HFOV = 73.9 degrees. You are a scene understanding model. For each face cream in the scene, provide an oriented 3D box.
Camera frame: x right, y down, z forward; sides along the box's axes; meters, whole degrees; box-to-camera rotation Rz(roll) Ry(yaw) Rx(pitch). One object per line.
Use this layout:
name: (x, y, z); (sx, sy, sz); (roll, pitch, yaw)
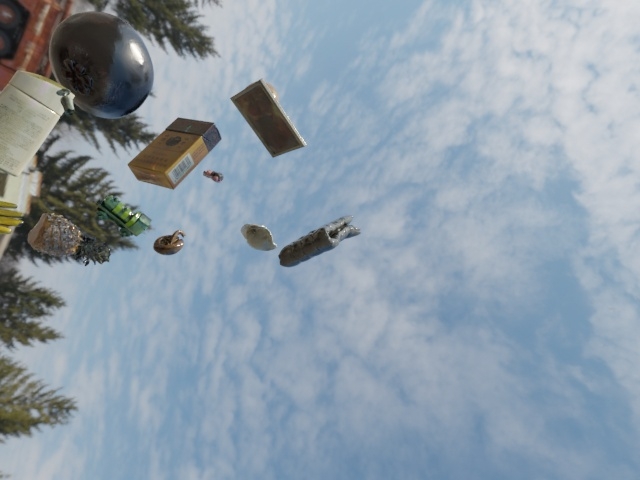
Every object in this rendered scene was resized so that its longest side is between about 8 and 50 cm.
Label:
face cream: (-1.005, -0.402, 1.424); (0.081, 0.173, 0.349); (22, -100, 55)

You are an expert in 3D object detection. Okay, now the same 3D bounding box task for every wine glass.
wine glass: (-0.815, -0.442, 1.362); (0.039, 0.042, 0.083); (-40, -112, 58)

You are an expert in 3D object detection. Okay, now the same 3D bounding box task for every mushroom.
mushroom: (-0.705, 0.013, 2.010); (0.135, 0.080, 0.170); (26, -131, 26)

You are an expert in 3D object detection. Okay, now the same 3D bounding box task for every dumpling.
dumpling: (-0.274, -0.025, 1.898); (0.187, 0.108, 0.127); (25, -46, 16)

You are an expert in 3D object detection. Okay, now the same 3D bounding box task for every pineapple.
pineapple: (-0.931, 0.006, 1.611); (0.157, 0.278, 0.158); (-20, -123, 34)

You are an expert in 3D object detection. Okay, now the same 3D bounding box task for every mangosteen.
mangosteen: (-0.828, -0.694, 1.676); (0.382, 0.382, 0.435); (-39, -161, 30)

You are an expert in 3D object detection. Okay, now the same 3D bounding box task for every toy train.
toy train: (-0.780, -0.100, 1.672); (0.132, 0.200, 0.083); (-26, -145, 31)

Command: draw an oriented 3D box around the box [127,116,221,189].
box: (-0.723, -0.450, 2.140); (0.264, 0.116, 0.416); (15, -125, 26)

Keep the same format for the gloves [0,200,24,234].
gloves: (-1.066, -0.109, 1.292); (0.116, 0.294, 0.133); (-42, -143, 39)

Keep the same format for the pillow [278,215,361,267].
pillow: (0.000, 0.000, 1.610); (0.228, 0.326, 0.101); (-28, -92, 24)

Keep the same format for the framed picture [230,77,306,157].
framed picture: (-0.204, -0.463, 1.649); (0.211, 0.290, 0.020); (-5, -140, 48)

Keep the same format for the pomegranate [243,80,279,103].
pomegranate: (-0.283, -0.638, 1.971); (0.191, 0.191, 0.192); (-24, -124, 40)

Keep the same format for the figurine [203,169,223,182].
figurine: (-0.561, -0.340, 2.216); (0.129, 0.072, 0.054); (26, -75, 31)
